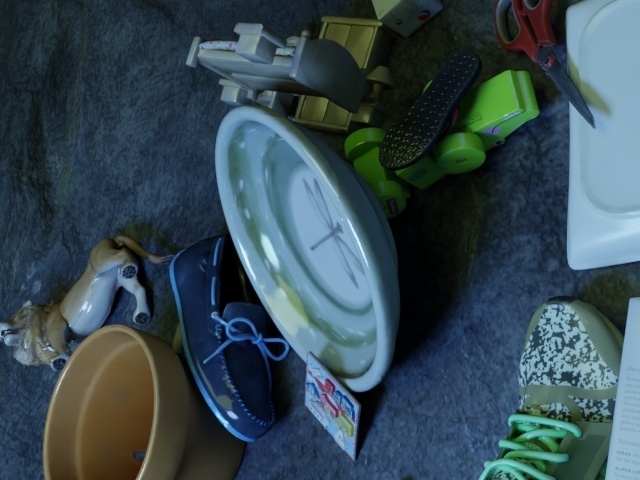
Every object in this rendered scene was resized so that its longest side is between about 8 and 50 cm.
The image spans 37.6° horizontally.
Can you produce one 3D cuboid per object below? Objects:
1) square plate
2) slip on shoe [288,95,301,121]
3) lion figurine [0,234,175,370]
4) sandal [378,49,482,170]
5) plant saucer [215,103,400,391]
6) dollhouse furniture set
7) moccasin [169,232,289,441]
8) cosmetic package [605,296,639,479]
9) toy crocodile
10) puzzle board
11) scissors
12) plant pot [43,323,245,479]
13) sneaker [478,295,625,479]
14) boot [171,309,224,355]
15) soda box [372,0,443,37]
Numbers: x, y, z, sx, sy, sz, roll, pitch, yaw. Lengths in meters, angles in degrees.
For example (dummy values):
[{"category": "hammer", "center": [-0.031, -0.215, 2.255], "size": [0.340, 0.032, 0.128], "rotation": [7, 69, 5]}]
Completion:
[{"category": "square plate", "center": [0.405, -0.159, 0.993], "size": [0.347, 0.049, 0.344], "rotation": [-12, 66, 44]}, {"category": "slip on shoe", "center": [-0.066, -0.212, 1.517], "size": [0.135, 0.041, 0.051], "rotation": [-25, 58, 39]}, {"category": "lion figurine", "center": [-0.426, 0.109, 1.733], "size": [0.392, 0.142, 0.240], "rotation": [-44, 39, 8]}, {"category": "sandal", "center": [0.141, -0.152, 1.150], "size": [0.067, 0.040, 0.179], "rotation": [33, 82, 38]}, {"category": "plant saucer", "center": [0.000, 0.000, 1.229], "size": [0.400, 0.101, 0.400], "rotation": [46, 149, 37]}, {"category": "dollhouse furniture set", "center": [-0.064, -0.282, 1.291], "size": [0.303, 0.356, 0.173], "rotation": [14, 85, 37]}, {"category": "moccasin", "center": [-0.135, 0.125, 1.385], "size": [0.117, 0.138, 0.342], "rotation": [-34, 59, 15]}, {"category": "cosmetic package", "center": [0.337, 0.177, 0.886], "size": [0.086, 0.117, 0.231], "rotation": [-1, 73, 45]}, {"category": "toy crocodile", "center": [0.136, -0.115, 1.235], "size": [0.341, 0.105, 0.115], "rotation": [-30, 56, 31]}, {"category": "puzzle board", "center": [0.012, 0.221, 1.256], "size": [0.128, 0.011, 0.096], "rotation": [42, 137, 46]}, {"category": "scissors", "center": [0.270, -0.219, 1.145], "size": [0.109, 0.021, 0.297], "rotation": [-43, 41, 42]}, {"category": "plant pot", "center": [-0.248, 0.285, 1.401], "size": [0.291, 0.203, 0.290], "rotation": [-19, 62, 42]}, {"category": "sneaker", "center": [0.220, 0.248, 0.933], "size": [0.158, 0.182, 0.410], "rotation": [-8, 70, 45]}, {"category": "boot", "center": [-0.191, 0.150, 1.513], "size": [0.087, 0.042, 0.118], "rotation": [28, 97, 46]}, {"category": "soda box", "center": [0.107, -0.409, 1.389], "size": [0.074, 0.069, 0.216], "rotation": [-36, 51, 32]}]
